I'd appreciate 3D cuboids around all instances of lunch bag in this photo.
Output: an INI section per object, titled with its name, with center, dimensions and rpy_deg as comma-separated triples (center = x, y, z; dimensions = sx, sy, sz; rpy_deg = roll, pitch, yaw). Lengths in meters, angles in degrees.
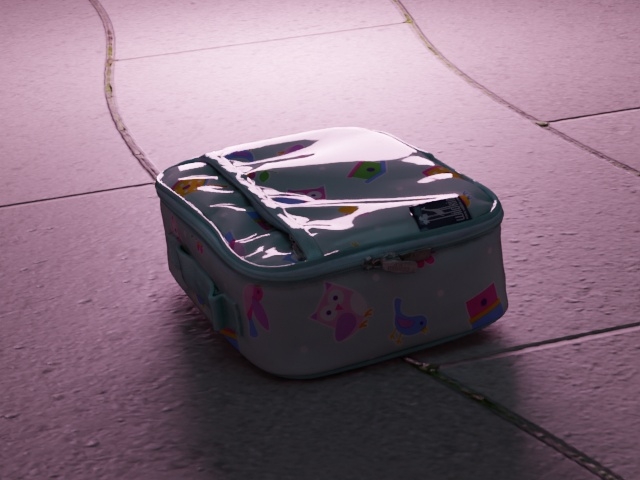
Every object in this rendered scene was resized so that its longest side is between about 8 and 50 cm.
[lunch bag]
center = 0.000, 0.000, 1.288
dimensions = 0.224, 0.108, 0.279
rpy_deg = -11, 22, -21
